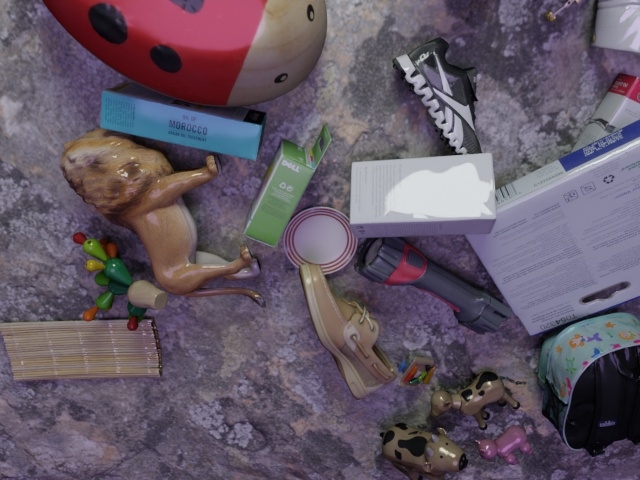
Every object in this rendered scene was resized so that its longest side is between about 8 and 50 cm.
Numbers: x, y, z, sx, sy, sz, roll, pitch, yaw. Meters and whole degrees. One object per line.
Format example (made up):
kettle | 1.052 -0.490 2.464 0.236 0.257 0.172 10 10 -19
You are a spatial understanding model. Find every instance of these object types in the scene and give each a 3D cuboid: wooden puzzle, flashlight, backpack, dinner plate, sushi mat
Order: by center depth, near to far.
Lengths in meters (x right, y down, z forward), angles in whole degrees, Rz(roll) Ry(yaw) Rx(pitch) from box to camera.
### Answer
dinner plate | 0.000 0.000 0.949 0.141 0.017 0.141 0 115 0
flashlight | 0.211 0.087 0.955 0.303 0.103 0.103 31 106 -19
backpack | 0.553 0.261 0.983 0.224 0.191 0.254 -13 124 -2
sushi mat | -0.493 0.230 1.041 0.315 0.019 0.152 -2 114 0
wooden puzzle | 0.205 0.280 1.056 0.116 0.014 0.079 10 112 -36

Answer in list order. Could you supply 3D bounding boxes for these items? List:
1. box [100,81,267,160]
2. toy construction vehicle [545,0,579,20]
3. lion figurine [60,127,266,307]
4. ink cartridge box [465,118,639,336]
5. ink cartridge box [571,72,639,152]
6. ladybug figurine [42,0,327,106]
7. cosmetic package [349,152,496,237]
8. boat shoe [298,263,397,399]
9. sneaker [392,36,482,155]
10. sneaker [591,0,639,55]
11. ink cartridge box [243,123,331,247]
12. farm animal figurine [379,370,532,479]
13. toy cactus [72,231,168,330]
box | -0.214 -0.195 0.810 0.244 0.101 0.060 11 115 -6
toy construction vehicle | 0.374 -0.402 0.765 0.098 0.035 0.086 -38 110 15
lion figurine | -0.258 -0.016 0.862 0.240 0.142 0.393 -19 109 -3
ink cartridge box | 0.462 0.000 0.898 0.323 0.072 0.330 -27 122 22
ink cartridge box | 0.521 -0.189 0.849 0.109 0.063 0.151 20 113 -10
ladybug figurine | -0.202 -0.348 0.678 0.448 0.162 0.305 20 110 -11
cosmetic package | 0.167 -0.071 0.833 0.230 0.085 0.118 0 73 12
boat shoe | 0.056 0.168 0.979 0.110 0.122 0.341 -23 123 4
sneaker | 0.223 -0.227 0.818 0.106 0.078 0.234 -34 109 16
sneaker | 0.568 -0.355 0.760 0.292 0.108 0.169 2 116 9
ink cartridge box | -0.059 -0.105 0.848 0.062 0.109 0.209 24 112 -14
farm animal figurine | 0.254 0.428 1.045 0.326 0.330 0.172 -23 119 40
toy cactus | -0.361 0.089 0.911 0.180 0.112 0.219 13 126 29
